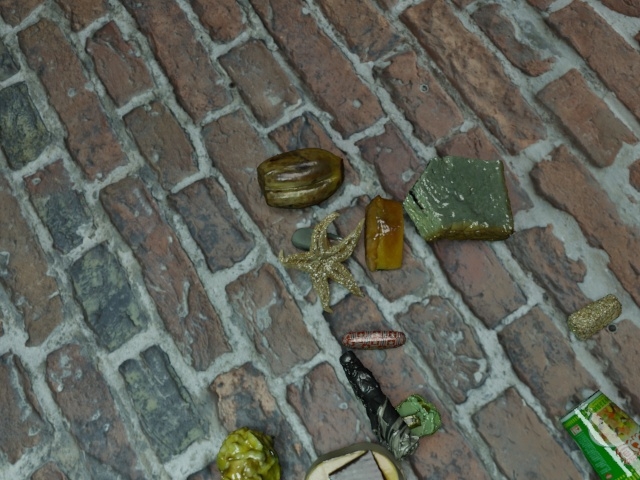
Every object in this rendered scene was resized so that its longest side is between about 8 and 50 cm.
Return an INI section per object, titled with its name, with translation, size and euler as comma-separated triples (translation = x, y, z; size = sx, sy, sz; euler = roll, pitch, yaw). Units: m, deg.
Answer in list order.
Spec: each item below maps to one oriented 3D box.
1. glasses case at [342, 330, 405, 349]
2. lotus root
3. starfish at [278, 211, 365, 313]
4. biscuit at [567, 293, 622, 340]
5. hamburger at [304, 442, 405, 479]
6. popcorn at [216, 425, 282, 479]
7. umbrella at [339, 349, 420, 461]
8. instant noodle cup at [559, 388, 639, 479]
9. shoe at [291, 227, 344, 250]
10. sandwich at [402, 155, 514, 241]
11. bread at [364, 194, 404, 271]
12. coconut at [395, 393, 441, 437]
[glasses case]
translation = 0.162, 0.307, 1.841
size = 0.195, 0.073, 0.049
euler = -2, 67, 6
[lotus root]
translation = -0.059, -0.199, 1.971
size = 0.291, 0.193, 0.193
euler = -13, 72, -2
[starfish]
translation = 0.032, 0.072, 1.902
size = 0.299, 0.060, 0.302
euler = -21, 99, -6
[biscuit]
translation = 0.820, 0.227, 1.800
size = 0.169, 0.082, 0.070
euler = -31, 47, -4
[hamburger]
translation = 0.093, 0.697, 1.693
size = 0.295, 0.151, 0.227
euler = -17, 66, 5
[popcorn]
translation = -0.199, 0.640, 1.714
size = 0.170, 0.189, 0.218
euler = -29, 71, -1
[umbrella]
translation = 0.152, 0.475, 1.750
size = 0.106, 0.113, 0.357
euler = -29, 56, -12
[instant noodle cup]
translation = 0.795, 0.542, 1.651
size = 0.207, 0.207, 0.232
euler = -34, 65, -5
[shoe]
translation = 0.000, 0.000, 1.953
size = 0.195, 0.078, 0.079
euler = 15, 76, 6
[sandwich]
translation = 0.424, -0.132, 1.882
size = 0.326, 0.131, 0.262
euler = 1, 72, -11
[bread]
translation = 0.203, -0.037, 1.913
size = 0.129, 0.134, 0.260
euler = 0, 73, 5
[coconut]
translation = 0.279, 0.521, 1.769
size = 0.158, 0.055, 0.133
euler = -4, 66, 19
